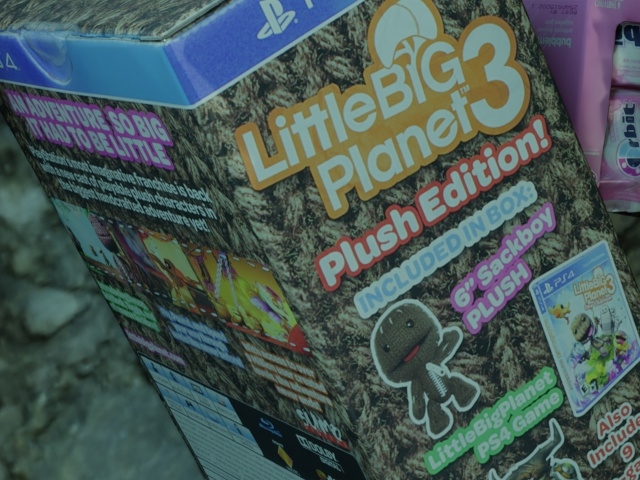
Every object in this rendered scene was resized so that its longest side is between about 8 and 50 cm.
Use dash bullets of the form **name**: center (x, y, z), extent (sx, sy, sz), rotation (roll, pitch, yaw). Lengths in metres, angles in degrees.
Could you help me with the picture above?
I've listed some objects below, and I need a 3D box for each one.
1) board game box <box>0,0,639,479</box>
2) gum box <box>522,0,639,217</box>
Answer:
- **board game box**: center (0.000, 0.000, 0.685), extent (0.141, 0.232, 0.291), rotation (-35, 114, -21)
- **gum box**: center (0.096, -0.072, 0.752), extent (0.062, 0.188, 0.107), rotation (1, 97, -30)
